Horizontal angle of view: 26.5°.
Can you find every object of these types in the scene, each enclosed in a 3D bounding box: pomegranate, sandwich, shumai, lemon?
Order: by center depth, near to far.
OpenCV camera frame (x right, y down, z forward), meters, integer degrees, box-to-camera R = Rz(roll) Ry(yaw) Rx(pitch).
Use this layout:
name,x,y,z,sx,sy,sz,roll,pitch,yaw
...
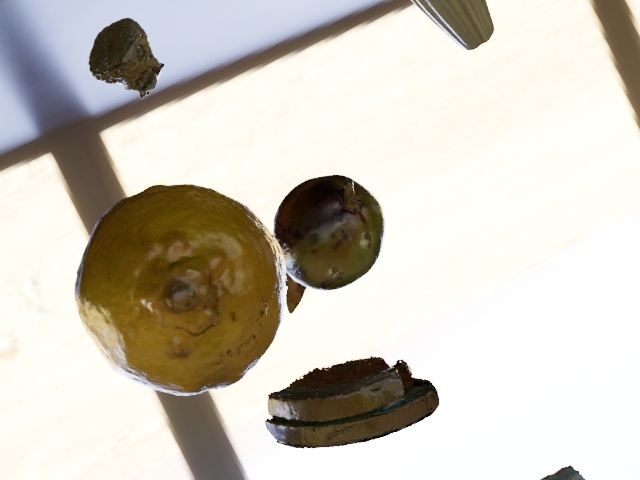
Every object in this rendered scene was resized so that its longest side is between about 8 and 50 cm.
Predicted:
name,x,y,z,sx,sy,sz,roll,pitch,yaw
lemon,-0.132,0.045,1.297,0.204,0.204,0.260,-28,-175,-4
shumai,-0.224,-0.215,1.624,0.080,0.082,0.083,26,93,-54
pomegranate,-0.013,-0.002,1.768,0.220,0.156,0.156,-22,180,35
sandwich,0.047,0.205,1.840,0.235,0.079,0.159,-5,-151,33

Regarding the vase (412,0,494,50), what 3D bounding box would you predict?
name,x,y,z,sx,sy,sz,roll,pitch,yaw
vase,0.208,-0.424,2.268,0.128,0.248,0.128,-26,-145,20

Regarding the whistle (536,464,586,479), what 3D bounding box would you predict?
name,x,y,z,sx,sy,sz,roll,pitch,yaw
whistle,0.263,0.397,1.920,0.312,0.062,0.062,-18,170,-41
